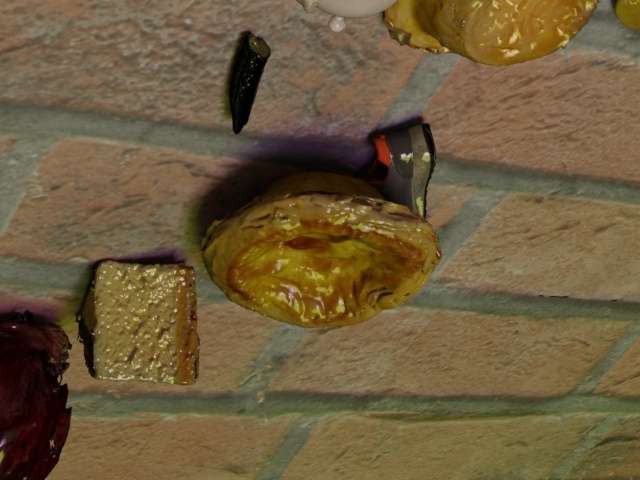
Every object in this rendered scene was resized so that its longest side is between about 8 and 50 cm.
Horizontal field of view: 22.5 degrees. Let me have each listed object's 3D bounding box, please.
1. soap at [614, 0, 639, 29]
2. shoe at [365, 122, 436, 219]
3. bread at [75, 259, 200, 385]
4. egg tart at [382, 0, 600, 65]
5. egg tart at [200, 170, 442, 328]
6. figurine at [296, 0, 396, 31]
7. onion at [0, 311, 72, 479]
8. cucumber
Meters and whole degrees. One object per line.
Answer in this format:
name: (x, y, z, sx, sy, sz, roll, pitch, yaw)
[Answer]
soap: (0.428, -0.315, 1.925, 0.168, 0.033, 0.089, -38, 146, 16)
shoe: (0.093, -0.067, 2.010, 0.077, 0.074, 0.194, -3, 138, -11)
bread: (-0.215, 0.106, 1.971, 0.147, 0.152, 0.127, 1, 136, -20)
egg tart: (0.205, -0.285, 1.760, 0.288, 0.118, 0.288, -14, 146, -10)
egg tart: (0.000, 0.000, 1.958, 0.295, 0.116, 0.295, -1, 150, 0)
figurine: (0.041, -0.312, 1.608, 0.162, 0.141, 0.237, -42, 170, -41)
onion: (-0.422, 0.228, 1.943, 0.221, 0.281, 0.281, 33, 125, -2)
cucumber: (-0.084, -0.173, 1.785, 0.034, 0.033, 0.135, 23, 133, -1)
